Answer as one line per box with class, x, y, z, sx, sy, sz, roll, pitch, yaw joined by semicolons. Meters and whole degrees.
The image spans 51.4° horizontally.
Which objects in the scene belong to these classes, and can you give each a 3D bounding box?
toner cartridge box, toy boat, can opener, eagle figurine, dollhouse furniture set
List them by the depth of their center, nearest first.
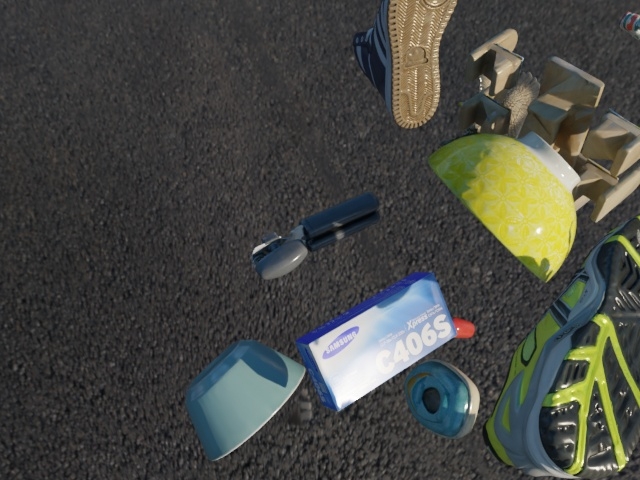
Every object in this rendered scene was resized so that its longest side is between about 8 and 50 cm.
can opener;0.000;0.000;1.297;0.284;0.075;0.095;-24;48;-14
dollhouse furniture set;0.507;-0.213;1.397;0.257;0.394;0.362;-35;59;-22
toner cartridge box;0.131;0.216;1.477;0.348;0.075;0.165;-27;100;-24
toy boat;0.313;0.352;1.772;0.148;0.268;0.317;12;90;-27
eagle figurine;0.473;-0.364;1.884;0.225;0.298;0.226;39;22;13

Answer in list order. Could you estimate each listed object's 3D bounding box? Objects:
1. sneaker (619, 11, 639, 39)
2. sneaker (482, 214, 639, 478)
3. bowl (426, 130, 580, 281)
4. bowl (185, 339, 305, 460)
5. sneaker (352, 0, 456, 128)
sneaker;0.859;-0.553;1.749;0.161;0.057;0.075;6;28;-35
sneaker;0.302;0.100;0.753;0.385;0.147;0.145;-39;93;-34
bowl;0.331;-0.088;1.107;0.156;0.289;0.289;-45;63;15
bowl;-0.205;0.358;1.605;0.163;0.311;0.311;48;62;-4
sneaker;0.112;-0.315;0.940;0.099;0.282;0.153;-12;45;-12
